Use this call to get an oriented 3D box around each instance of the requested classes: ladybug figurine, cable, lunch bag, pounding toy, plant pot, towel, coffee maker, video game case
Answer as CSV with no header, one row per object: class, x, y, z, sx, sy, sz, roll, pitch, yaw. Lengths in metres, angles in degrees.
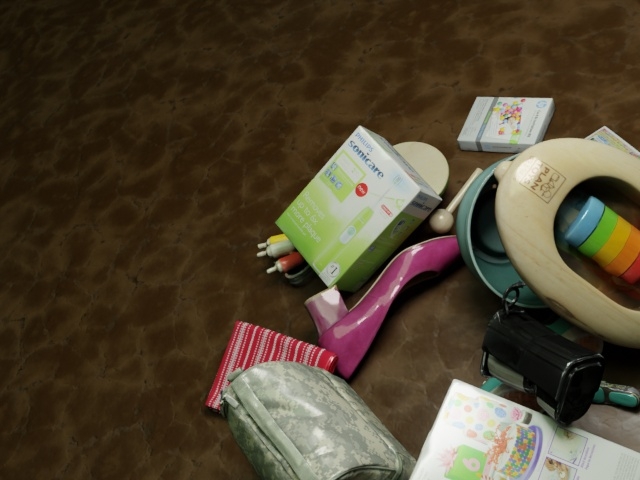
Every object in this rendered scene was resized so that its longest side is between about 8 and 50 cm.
ladybug figurine,0.481,0.005,1.643,0.305,0.449,0.162,-52,4,-9
cable,0.000,0.000,2.119,0.287,0.072,0.139,-27,43,3
lunch bag,-0.017,0.356,1.635,0.212,0.256,0.305,-47,53,4
pounding toy,0.223,-0.105,2.085,0.237,0.110,0.183,26,70,29
plant pot,0.383,-0.027,1.820,0.293,0.293,0.196,-38,11,-8
towel,-0.102,0.284,1.901,0.275,0.031,0.199,14,79,37
coffee maker,0.356,0.186,1.532,0.120,0.171,0.178,-29,34,-25
video game case,0.591,-0.163,1.996,0.143,0.019,0.157,-32,43,-3

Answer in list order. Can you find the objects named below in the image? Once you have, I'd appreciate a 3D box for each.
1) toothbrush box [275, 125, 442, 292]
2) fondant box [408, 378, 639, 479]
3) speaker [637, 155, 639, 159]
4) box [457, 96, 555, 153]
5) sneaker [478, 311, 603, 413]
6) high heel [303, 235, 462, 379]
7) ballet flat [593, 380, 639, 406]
toothbrush box,0.077,-0.062,1.990,0.283,0.122,0.206,-47,63,15
fondant box,0.318,0.397,1.504,0.330,0.096,0.238,21,61,15
speaker,0.666,-0.124,1.843,0.296,0.131,0.131,-40,45,-10
box,0.424,-0.265,2.161,0.186,0.038,0.145,8,56,32
sneaker,0.359,0.243,1.701,0.302,0.108,0.121,-36,31,-5
high heel,0.165,0.131,1.924,0.377,0.127,0.181,-27,72,-2
ballet flat,0.502,0.264,1.649,0.114,0.041,0.041,7,55,32
